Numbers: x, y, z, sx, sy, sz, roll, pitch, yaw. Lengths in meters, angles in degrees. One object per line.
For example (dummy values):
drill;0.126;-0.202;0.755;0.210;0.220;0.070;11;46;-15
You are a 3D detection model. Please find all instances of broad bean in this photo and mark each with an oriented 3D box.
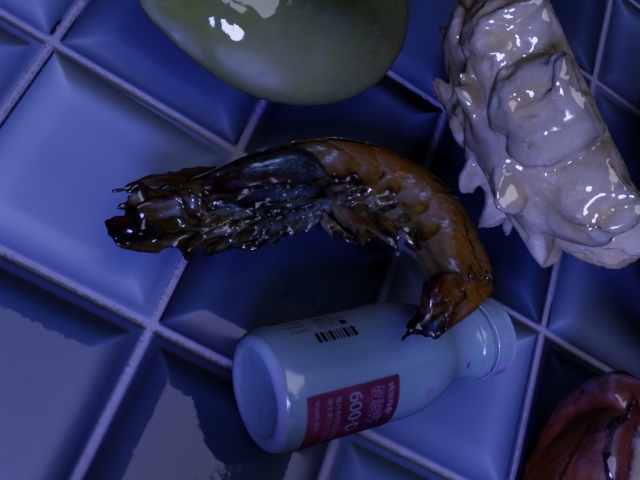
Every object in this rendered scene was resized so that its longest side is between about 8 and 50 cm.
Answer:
broad bean;-0.054;-0.229;0.616;0.291;0.119;0.238;27;52;-19

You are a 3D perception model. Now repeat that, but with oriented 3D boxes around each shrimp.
shrimp;0.000;0.000;0.541;0.290;0.054;0.222;-9;45;-31

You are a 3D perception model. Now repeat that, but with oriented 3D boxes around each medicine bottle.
medicine bottle;0.047;0.092;0.562;0.217;0.090;0.090;-8;75;-30

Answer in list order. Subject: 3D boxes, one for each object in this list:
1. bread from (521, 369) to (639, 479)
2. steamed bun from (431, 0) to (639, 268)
bread;0.274;0.244;0.605;0.244;0.123;0.190;34;61;-12
steamed bun;0.177;-0.103;0.653;0.295;0.137;0.292;59;23;-8
